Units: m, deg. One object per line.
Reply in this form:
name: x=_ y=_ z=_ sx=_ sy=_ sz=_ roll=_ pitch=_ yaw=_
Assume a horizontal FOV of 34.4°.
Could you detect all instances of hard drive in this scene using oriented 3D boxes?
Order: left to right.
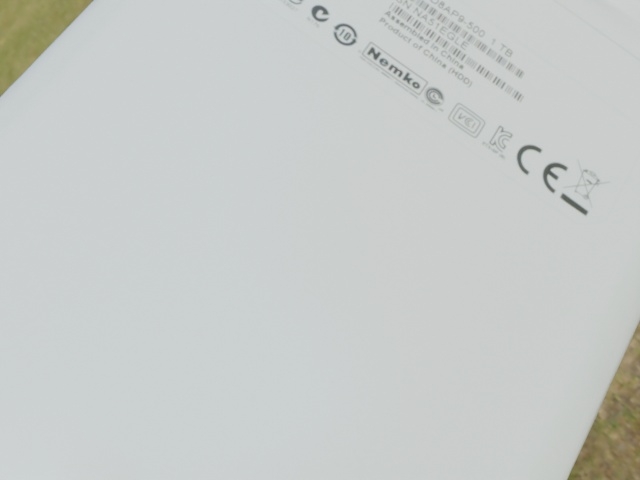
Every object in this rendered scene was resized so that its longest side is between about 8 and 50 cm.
hard drive: x=0.000 y=0.000 z=0.377 sx=0.353 sy=0.233 sz=0.047 roll=-56 pitch=2 yaw=-28
